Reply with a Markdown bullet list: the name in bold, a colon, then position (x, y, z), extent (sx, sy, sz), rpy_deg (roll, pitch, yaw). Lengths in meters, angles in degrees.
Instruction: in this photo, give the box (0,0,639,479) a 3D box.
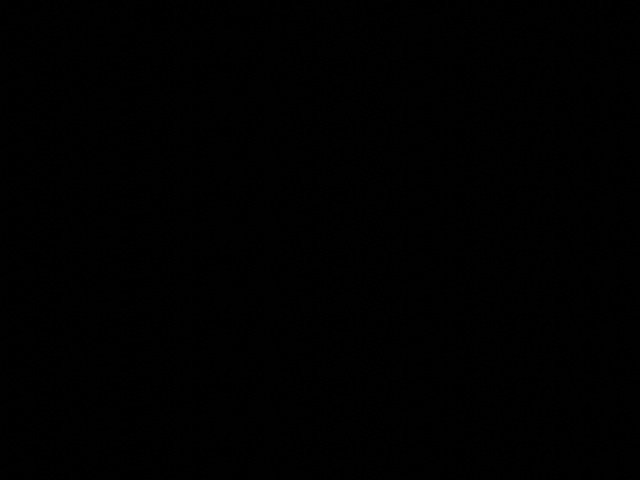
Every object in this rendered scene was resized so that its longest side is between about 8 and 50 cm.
- **box**: position (0.000, 0.000, 0.208), extent (0.471, 0.480, 0.298), rpy_deg (21, 94, 34)
